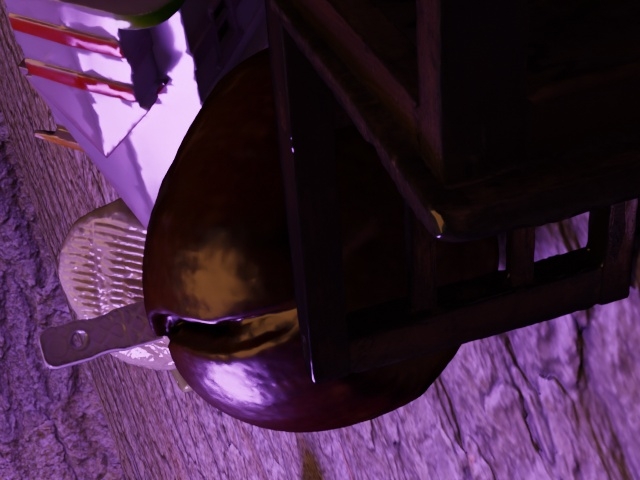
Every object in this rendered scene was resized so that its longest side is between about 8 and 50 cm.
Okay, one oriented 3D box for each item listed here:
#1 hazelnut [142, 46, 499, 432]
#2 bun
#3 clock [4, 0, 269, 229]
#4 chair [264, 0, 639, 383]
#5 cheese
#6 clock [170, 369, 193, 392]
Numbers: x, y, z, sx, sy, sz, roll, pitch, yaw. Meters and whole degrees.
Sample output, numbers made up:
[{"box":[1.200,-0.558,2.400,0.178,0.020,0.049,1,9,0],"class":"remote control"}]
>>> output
[{"box":[0.000,0.000,0.794,0.218,0.218,0.234,160,130,-73],"class":"hazelnut"},{"box":[-0.171,0.037,1.465,0.134,0.220,0.220,-56,-36,-55],"class":"bun"},{"box":[-0.104,-0.139,0.953,0.166,0.235,0.309,16,146,18],"class":"clock"},{"box":[0.091,-0.075,0.459,0.240,0.203,0.416,-126,25,-54],"class":"chair"},{"box":[-0.122,0.064,1.165,0.054,0.251,0.127,127,126,-75],"class":"cheese"},{"box":[-0.177,0.062,1.644,0.170,0.069,0.232,-123,23,-43],"class":"clock"}]
